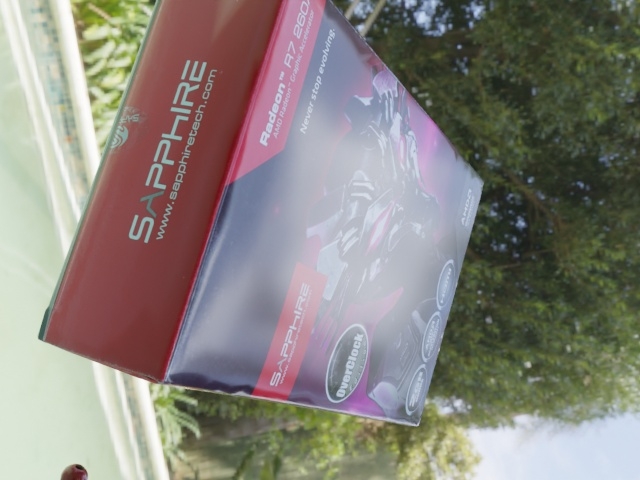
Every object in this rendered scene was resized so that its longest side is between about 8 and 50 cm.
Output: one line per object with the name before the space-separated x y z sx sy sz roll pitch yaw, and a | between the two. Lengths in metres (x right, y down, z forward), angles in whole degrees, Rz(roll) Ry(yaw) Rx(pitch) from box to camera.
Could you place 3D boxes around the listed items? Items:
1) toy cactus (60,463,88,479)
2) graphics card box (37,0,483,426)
toy cactus | -0.258 0.241 0.608 0.180 0.219 0.112 26 -26 51
graphics card box | 0.000 0.000 0.567 0.371 0.094 0.233 32 72 -60
